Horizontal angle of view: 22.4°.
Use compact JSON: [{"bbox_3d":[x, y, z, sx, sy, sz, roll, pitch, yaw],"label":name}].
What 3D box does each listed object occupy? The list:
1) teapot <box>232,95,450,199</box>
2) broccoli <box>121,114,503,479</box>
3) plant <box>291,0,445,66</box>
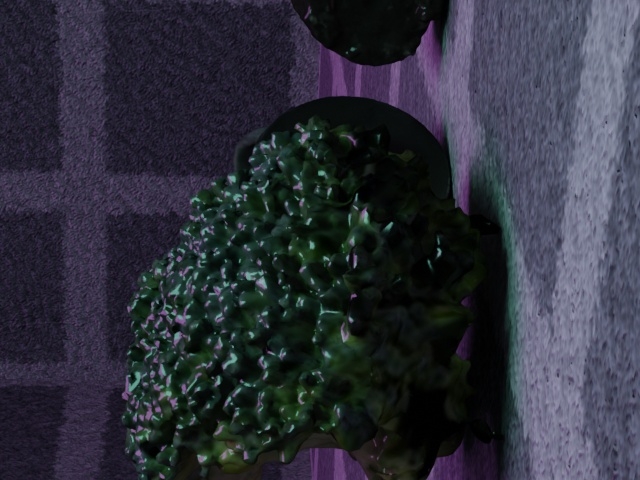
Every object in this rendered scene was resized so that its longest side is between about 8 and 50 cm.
[{"bbox_3d":[0.000,0.000,1.559,0.270,0.200,0.337,54,155,28],"label":"teapot"},{"bbox_3d":[0.009,0.097,1.247,0.348,0.281,0.293,-52,39,14],"label":"broccoli"},{"bbox_3d":[0.039,-0.285,1.573,0.149,0.146,0.275,-42,23,21],"label":"plant"}]
